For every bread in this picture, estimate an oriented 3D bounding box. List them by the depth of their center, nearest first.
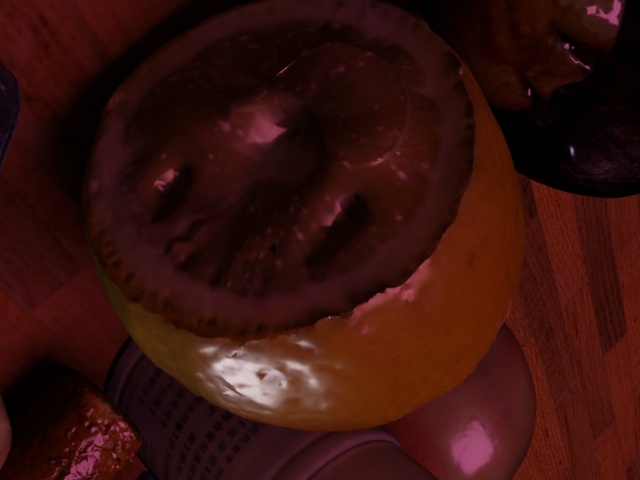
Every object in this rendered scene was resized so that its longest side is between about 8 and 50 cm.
[{"bbox_3d":[-0.248,0.206,0.980,0.172,0.132,0.103,-45,99,-12],"label":"bread"}]

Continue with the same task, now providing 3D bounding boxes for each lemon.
[{"bbox_3d":[0.000,0.000,0.906,0.364,0.364,0.364,-28,137,-29],"label":"lemon"}]

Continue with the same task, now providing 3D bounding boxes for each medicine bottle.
[{"bbox_3d":[-0.042,0.213,1.040,0.190,0.332,0.190,-28,137,-29],"label":"medicine bottle"}]

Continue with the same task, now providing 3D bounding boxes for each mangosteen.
[{"bbox_3d":[0.221,-0.241,0.949,0.435,0.382,0.382,18,109,-19],"label":"mangosteen"}]

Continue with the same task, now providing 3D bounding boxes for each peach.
[{"bbox_3d":[0.095,0.164,1.198,0.247,0.292,0.292,-25,136,-19],"label":"peach"}]

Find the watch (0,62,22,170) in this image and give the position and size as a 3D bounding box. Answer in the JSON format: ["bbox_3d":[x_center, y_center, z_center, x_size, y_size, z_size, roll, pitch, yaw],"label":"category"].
[{"bbox_3d":[-0.312,-0.067,0.745,0.193,0.068,0.206,14,106,-47],"label":"watch"}]

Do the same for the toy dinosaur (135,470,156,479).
[{"bbox_3d":[-0.237,0.300,1.080,0.329,0.144,0.076,11,143,-13],"label":"toy dinosaur"}]

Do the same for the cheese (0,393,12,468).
[{"bbox_3d":[-0.379,0.165,0.712,0.384,0.104,0.384,-44,164,-16],"label":"cheese"}]
